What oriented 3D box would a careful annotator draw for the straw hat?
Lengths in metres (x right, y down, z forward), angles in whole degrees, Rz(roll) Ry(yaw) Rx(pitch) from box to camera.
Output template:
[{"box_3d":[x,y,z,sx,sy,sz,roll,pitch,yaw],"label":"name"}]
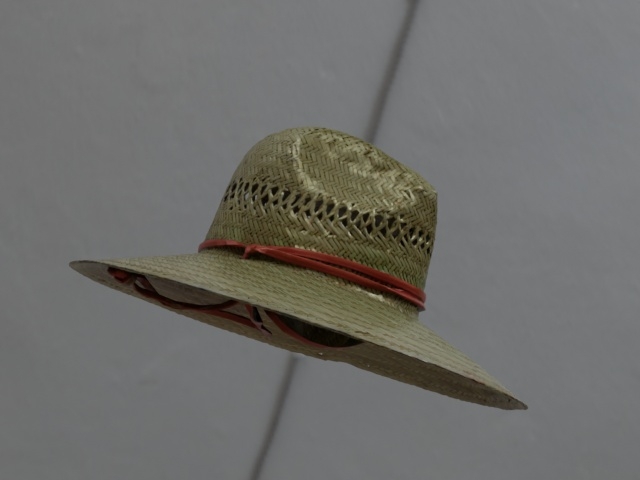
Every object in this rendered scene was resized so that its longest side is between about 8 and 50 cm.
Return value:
[{"box_3d":[0.000,0.000,0.519,0.144,0.144,0.061,21,-98,-18],"label":"straw hat"}]
